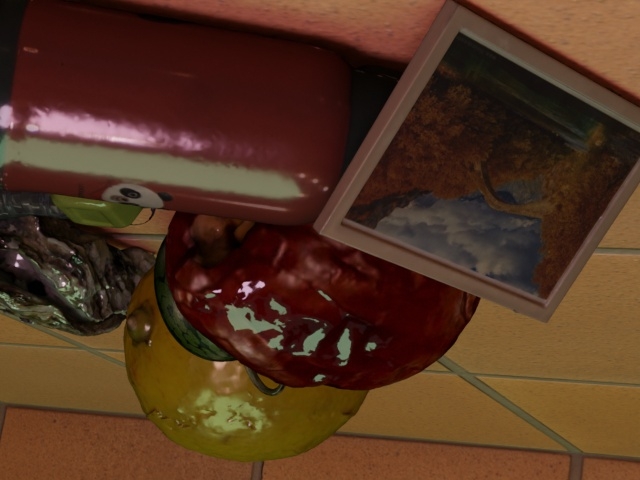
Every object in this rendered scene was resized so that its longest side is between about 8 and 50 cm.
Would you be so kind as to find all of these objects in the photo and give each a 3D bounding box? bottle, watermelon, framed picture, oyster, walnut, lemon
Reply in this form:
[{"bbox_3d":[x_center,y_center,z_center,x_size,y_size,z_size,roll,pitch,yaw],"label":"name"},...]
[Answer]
[{"bbox_3d":[-0.075,-0.083,1.113,0.336,0.144,0.144,10,165,-6],"label":"bottle"},{"bbox_3d":[-0.083,0.060,1.445,0.140,0.187,0.141,-15,168,-3],"label":"watermelon"},{"bbox_3d":[0.129,-0.047,1.098,0.250,0.184,0.016,23,-165,-39],"label":"framed picture"},{"bbox_3d":[-0.319,0.024,1.707,0.351,0.158,0.162,13,-151,-45],"label":"oyster"},{"bbox_3d":[0.000,0.000,1.314,0.269,0.244,0.222,29,117,-38],"label":"walnut"},{"bbox_3d":[-0.072,0.114,1.647,0.260,0.261,0.284,0,154,31],"label":"lemon"}]

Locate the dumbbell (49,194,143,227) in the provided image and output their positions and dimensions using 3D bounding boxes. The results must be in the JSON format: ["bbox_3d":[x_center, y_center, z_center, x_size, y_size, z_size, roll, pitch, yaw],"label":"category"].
[{"bbox_3d":[-0.290,-0.081,1.308,0.302,0.108,0.121,6,166,12],"label":"dumbbell"}]

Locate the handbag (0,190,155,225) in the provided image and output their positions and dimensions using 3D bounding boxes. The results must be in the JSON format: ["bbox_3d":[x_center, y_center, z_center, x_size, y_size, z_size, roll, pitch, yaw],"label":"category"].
[{"bbox_3d":[-0.240,-0.051,1.473,0.270,0.089,0.175,1,171,28],"label":"handbag"}]
